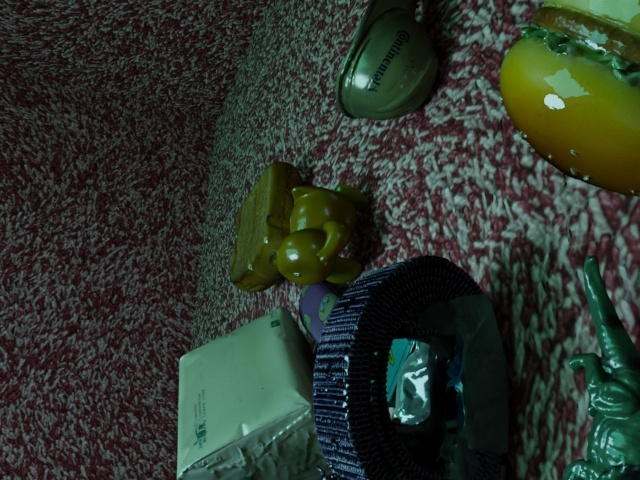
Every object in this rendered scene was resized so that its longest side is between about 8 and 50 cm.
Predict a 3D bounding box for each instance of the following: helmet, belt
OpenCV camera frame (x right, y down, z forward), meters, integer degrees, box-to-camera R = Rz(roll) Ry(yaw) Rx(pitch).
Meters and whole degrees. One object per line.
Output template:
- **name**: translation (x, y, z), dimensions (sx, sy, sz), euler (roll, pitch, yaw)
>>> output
- **helmet**: translation (0.151, -0.326, 1.130), dimensions (0.137, 0.204, 0.257), euler (34, 113, 29)
- **belt**: translation (0.121, 0.182, 0.771), dimensions (0.122, 0.260, 0.324), euler (-25, 56, 59)

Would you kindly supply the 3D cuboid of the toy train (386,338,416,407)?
- **toy train**: translation (0.134, 0.171, 0.974), dimensions (0.154, 0.107, 0.197), euler (51, 128, 55)

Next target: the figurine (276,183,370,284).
- **figurine**: translation (-0.003, -0.009, 1.278), dimensions (0.215, 0.215, 0.228), euler (135, 137, -57)

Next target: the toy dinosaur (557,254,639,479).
- **toy dinosaur**: translation (0.286, 0.170, 0.603), dimensions (0.120, 0.079, 0.291), euler (-44, 41, 48)

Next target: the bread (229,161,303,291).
- **bread**: translation (-0.138, -0.034, 1.752), dimensions (0.328, 0.148, 0.336), euler (-47, 35, 49)

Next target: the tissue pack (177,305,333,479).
- **tissue pack**: translation (-0.136, 0.352, 1.273), dimensions (0.207, 0.297, 0.380), euler (60, 180, -26)

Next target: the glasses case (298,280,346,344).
- **glasses case**: translation (0.018, 0.162, 1.318), dimensions (0.316, 0.076, 0.123), euler (-145, 67, -68)

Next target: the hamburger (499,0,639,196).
- **hamburger**: translation (0.277, -0.130, 0.548), dimensions (0.170, 0.246, 0.246), euler (-60, 26, 22)

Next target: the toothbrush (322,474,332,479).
- **toothbrush**: translation (0.033, 0.450, 1.209), dimensions (0.288, 0.024, 0.021), euler (118, 156, -43)

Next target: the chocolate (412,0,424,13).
- **chocolate**: translation (0.158, -0.479, 1.195), dimensions (0.065, 0.102, 0.329), euler (32, 99, 28)
